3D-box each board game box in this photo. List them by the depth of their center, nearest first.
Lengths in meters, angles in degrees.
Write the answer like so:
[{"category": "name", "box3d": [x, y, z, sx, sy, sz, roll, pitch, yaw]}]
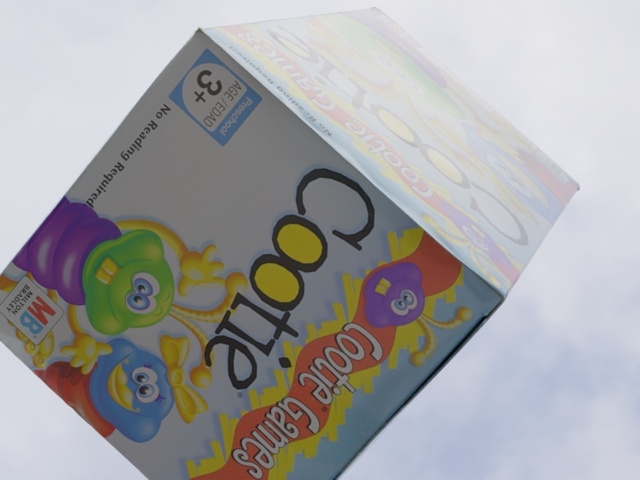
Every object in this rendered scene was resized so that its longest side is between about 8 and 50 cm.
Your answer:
[{"category": "board game box", "box3d": [0.000, 0.000, 0.683, 0.142, 0.275, 0.144, 42, -74, 4]}]
